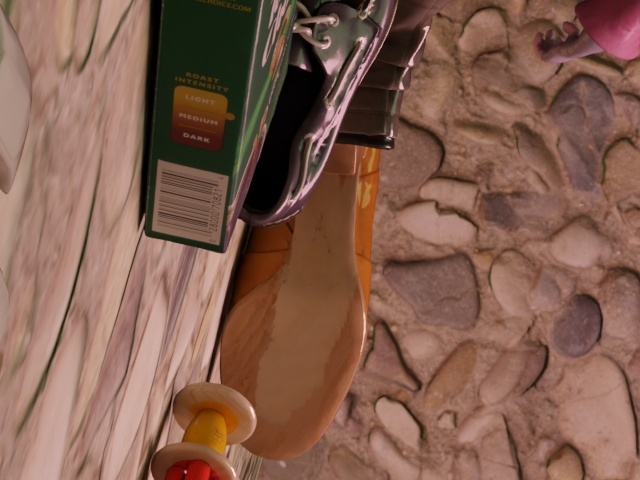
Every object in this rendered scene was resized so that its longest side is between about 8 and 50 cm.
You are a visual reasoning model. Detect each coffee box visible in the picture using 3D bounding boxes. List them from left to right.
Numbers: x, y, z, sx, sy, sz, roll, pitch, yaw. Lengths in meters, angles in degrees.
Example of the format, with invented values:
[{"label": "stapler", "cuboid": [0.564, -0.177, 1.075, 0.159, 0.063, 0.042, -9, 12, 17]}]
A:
[{"label": "coffee box", "cuboid": [-0.034, -0.090, 0.707, 0.184, 0.040, 0.113, 102, 4, -54]}]

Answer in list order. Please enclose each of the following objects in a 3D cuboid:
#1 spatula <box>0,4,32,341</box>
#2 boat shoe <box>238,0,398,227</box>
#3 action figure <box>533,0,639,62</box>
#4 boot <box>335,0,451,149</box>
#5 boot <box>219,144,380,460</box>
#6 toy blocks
[{"label": "spatula", "cuboid": [-0.073, -0.042, 0.334, 0.242, 0.019, 0.168, 94, 11, -79]}, {"label": "boat shoe", "cuboid": [-0.005, -0.102, 0.957, 0.065, 0.075, 0.206, -80, -171, -78]}, {"label": "action figure", "cuboid": [0.207, -0.271, 1.302, 0.276, 0.370, 0.248, 83, 22, -84]}, {"label": "boot", "cuboid": [0.053, -0.125, 1.034, 0.246, 0.083, 0.161, 25, -76, 59]}, {"label": "boot", "cuboid": [-0.001, -0.001, 1.353, 0.211, 0.104, 0.295, -68, 168, -72]}, {"label": "toy blocks", "cuboid": [-0.084, 0.176, 1.052, 0.148, 0.054, 0.123, -73, 176, -47]}]
